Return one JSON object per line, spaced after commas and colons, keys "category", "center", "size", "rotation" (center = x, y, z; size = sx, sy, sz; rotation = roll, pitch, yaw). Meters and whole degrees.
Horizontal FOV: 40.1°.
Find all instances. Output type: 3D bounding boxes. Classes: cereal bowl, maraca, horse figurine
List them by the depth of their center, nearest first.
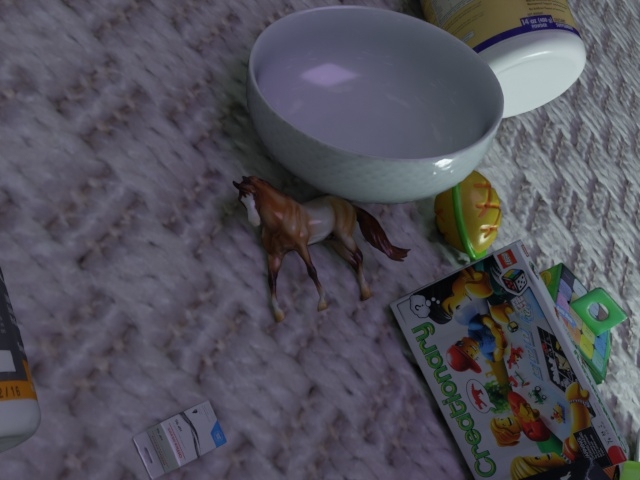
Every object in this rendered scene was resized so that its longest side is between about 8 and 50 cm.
{"category": "horse figurine", "center": [0.000, 0.000, 1.110], "size": [0.263, 0.066, 0.174], "rotation": [-10, 80, -46]}
{"category": "cereal bowl", "center": [0.064, -0.165, 1.169], "size": [0.339, 0.141, 0.339], "rotation": [6, 45, -6]}
{"category": "maraca", "center": [0.231, -0.027, 1.347], "size": [0.127, 0.099, 0.185], "rotation": [-55, 133, -54]}

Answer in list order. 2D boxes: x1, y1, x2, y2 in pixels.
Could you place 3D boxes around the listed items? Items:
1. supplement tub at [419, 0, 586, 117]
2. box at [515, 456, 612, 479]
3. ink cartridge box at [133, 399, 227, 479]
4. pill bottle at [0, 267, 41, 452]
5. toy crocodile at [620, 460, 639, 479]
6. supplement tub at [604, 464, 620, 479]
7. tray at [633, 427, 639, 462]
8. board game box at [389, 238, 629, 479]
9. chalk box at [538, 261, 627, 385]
{"category": "supplement tub", "center": [0.305, -0.410, 1.548], "size": [0.241, 0.241, 0.331], "rotation": [5, 63, -45]}
{"category": "box", "center": [0.123, 0.399, 0.766], "size": [0.179, 0.343, 0.312], "rotation": [49, 41, -10]}
{"category": "ink cartridge box", "center": [-0.138, 0.197, 0.867], "size": [0.083, 0.028, 0.048], "rotation": [-19, 80, -50]}
{"category": "pill bottle", "center": [-0.326, 0.037, 0.668], "size": [0.162, 0.162, 0.278], "rotation": [-5, 71, -48]}
{"category": "toy crocodile", "center": [0.413, 0.430, 1.191], "size": [0.340, 0.115, 0.105], "rotation": [-52, 132, -41]}
{"category": "supplement tub", "center": [0.346, 0.348, 1.211], "size": [0.117, 0.117, 0.190], "rotation": [52, 40, -9]}
{"category": "tray", "center": [0.603, 0.454, 1.482], "size": [0.270, 0.030, 0.145], "rotation": [44, 41, -17]}
{"category": "board game box", "center": [0.244, 0.177, 1.150], "size": [0.305, 0.193, 0.053], "rotation": [64, 22, 6]}
{"category": "chalk box", "center": [0.325, 0.134, 1.247], "size": [0.132, 0.213, 0.132], "rotation": [46, 41, -15]}
